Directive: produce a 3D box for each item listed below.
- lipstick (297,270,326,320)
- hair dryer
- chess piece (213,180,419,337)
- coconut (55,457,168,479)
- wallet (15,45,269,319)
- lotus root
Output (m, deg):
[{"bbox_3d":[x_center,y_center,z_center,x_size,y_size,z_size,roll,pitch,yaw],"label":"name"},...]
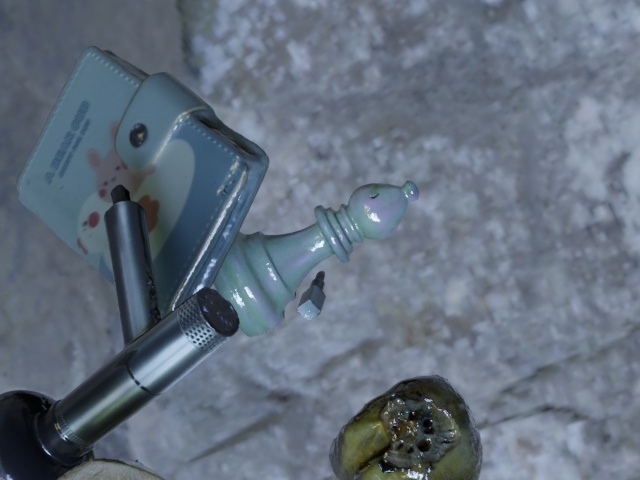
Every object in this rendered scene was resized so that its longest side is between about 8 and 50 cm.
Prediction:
[{"bbox_3d":[-0.007,0.068,2.026,0.025,0.025,0.107,45,24,-13],"label":"lipstick"},{"bbox_3d":[-0.222,0.111,1.668,0.156,0.320,0.284,37,21,-26],"label":"hair dryer"},{"bbox_3d":[0.000,0.000,1.884,0.139,0.272,0.139,60,5,-9],"label":"chess piece"},{"bbox_3d":[-0.195,0.278,1.419,0.161,0.161,0.162,43,37,-23],"label":"coconut"},{"bbox_3d":[-0.223,-0.079,1.869,0.360,0.252,0.083,37,12,37],"label":"wallet"},{"bbox_3d":[0.095,0.240,1.654,0.160,0.275,0.152,-27,78,-12],"label":"lotus root"}]
